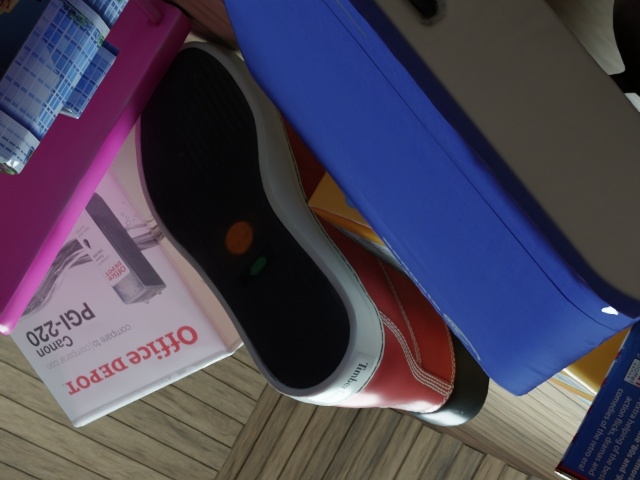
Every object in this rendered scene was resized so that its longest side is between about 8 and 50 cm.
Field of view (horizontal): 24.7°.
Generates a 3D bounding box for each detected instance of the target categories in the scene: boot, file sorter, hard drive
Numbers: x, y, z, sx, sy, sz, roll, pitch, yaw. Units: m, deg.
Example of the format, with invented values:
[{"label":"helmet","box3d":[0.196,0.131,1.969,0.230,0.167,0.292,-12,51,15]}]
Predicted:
[{"label":"boot","box3d":[0.000,0.000,0.836,0.176,0.088,0.244,19,-146,-53]},{"label":"file sorter","box3d":[-0.263,-0.120,0.778,0.291,0.202,0.182,26,170,23]},{"label":"hard drive","box3d":[0.030,-0.045,0.517,0.210,0.040,0.318,52,177,9]}]

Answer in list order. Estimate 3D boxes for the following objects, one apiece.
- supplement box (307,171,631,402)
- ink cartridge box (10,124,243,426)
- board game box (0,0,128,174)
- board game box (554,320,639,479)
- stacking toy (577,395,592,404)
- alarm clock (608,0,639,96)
[{"label":"supplement box","box3d":[0.103,0.011,0.775,0.233,0.078,0.080,36,173,-40]},{"label":"ink cartridge box","box3d":[-0.146,-0.008,0.937,0.159,0.092,0.218,-27,103,35]},{"label":"board game box","box3d":[-0.141,-0.088,0.569,0.194,0.194,0.060,22,170,45]},{"label":"board game box","box3d":[0.198,0.059,0.481,0.193,0.146,0.045,26,172,24]},{"label":"stacking toy","box3d":[0.192,0.086,1.067,0.167,0.052,0.221,25,174,37]},{"label":"alarm clock","box3d":[0.151,-0.039,0.347,0.192,0.064,0.129,19,167,39]}]
